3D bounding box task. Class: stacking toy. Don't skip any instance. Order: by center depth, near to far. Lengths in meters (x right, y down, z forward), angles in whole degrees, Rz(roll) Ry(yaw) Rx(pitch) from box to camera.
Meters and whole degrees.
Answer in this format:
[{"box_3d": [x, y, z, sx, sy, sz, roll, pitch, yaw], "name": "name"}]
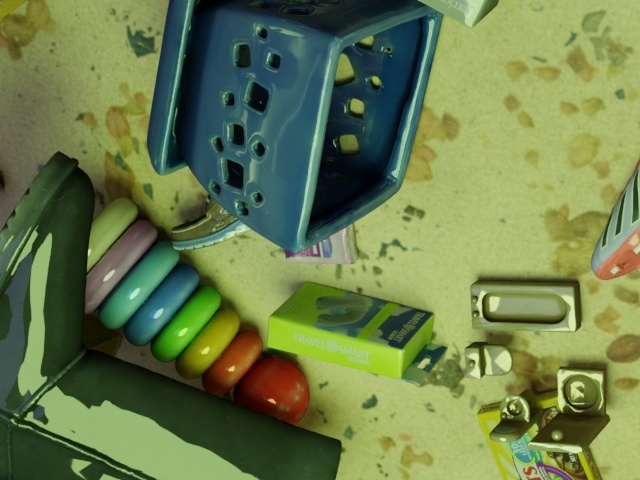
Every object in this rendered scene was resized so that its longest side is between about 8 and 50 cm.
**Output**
[{"box_3d": [-0.153, 0.105, 1.756, 0.330, 0.141, 0.141, 42, 122, -3], "name": "stacking toy"}]

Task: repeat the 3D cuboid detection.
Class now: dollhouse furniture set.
[{"box_3d": [0.215, 0.128, 1.580, 0.144, 0.123, 0.151, 1, 100, 24], "name": "dollhouse furniture set"}]

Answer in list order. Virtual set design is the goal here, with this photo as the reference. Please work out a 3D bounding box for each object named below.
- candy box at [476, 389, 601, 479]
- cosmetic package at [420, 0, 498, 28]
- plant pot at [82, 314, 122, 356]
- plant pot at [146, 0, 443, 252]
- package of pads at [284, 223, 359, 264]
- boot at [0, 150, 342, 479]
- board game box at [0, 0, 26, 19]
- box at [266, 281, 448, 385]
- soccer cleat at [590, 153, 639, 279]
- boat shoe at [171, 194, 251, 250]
[{"box_3d": [0.259, 0.269, 1.694, 0.105, 0.027, 0.205, -17, 103, 31], "name": "candy box"}, {"box_3d": [0.150, -0.337, 1.440, 0.127, 0.107, 0.238, 27, 117, 8], "name": "cosmetic package"}, {"box_3d": [-0.407, 0.162, 1.855, 0.187, 0.212, 0.212, 40, 122, 18], "name": "plant pot"}, {"box_3d": [-0.035, -0.154, 1.531, 0.212, 0.236, 0.236, 23, 119, 21], "name": "plant pot"}, {"box_3d": [0.000, 0.000, 1.692, 0.083, 0.032, 0.050, 1, 109, 24], "name": "package of pads"}, {"box_3d": [-0.175, 0.158, 1.637, 0.445, 0.146, 0.367, 28, 104, -6], "name": "boot"}, {"box_3d": [-0.463, -0.237, 1.628, 0.242, 0.316, 0.064, -5, 117, 25], "name": "board game box"}, {"box_3d": [0.043, 0.101, 1.670, 0.178, 0.109, 0.042, 13, 114, 19], "name": "box"}, {"box_3d": [0.339, -0.062, 1.498, 0.095, 0.083, 0.248, 57, 132, 29], "name": "soccer cleat"}, {"box_3d": [-0.092, -0.042, 1.702, 0.183, 0.066, 0.066, -19, 98, 19], "name": "boat shoe"}]
